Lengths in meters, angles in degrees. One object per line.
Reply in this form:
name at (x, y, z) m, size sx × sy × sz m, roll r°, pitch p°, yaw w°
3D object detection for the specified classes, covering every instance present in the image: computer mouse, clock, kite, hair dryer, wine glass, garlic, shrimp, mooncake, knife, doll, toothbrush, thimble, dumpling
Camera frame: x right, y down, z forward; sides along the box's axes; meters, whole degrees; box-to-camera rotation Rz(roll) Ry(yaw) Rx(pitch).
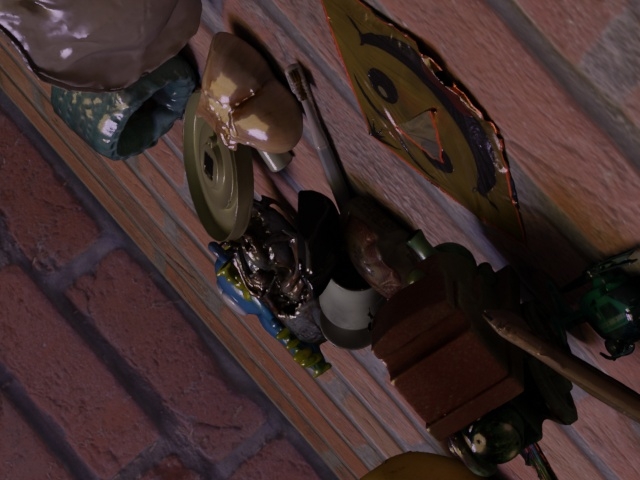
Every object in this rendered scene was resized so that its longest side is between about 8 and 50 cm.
computer mouse at (0.000, 0.000, 1.979) m, size 0.192 × 0.062 × 0.106 m, roll -93°, pitch 0°, yaw -58°
clock at (-0.158, -0.113, 2.206) m, size 0.235 × 0.029 × 0.235 m, roll 171°, pitch 90°, yaw -66°
kite at (0.099, -0.137, 1.591) m, size 0.377 × 0.013 × 0.327 m, roll 50°, pitch 168°, yaw -5°
hair dryer at (-0.082, -0.140, 2.139) m, size 0.063 × 0.038 × 0.124 m, roll 56°, pitch 173°, yaw -18°
wine glass at (0.049, 0.075, 2.148) m, size 0.103 × 0.103 × 0.231 m, roll 45°, pitch 163°, yaw 18°
garlic at (-0.089, -0.188, 1.912) m, size 0.174 × 0.099 × 0.124 m, roll 45°, pitch 147°, yaw 4°
shrimp at (-0.053, 0.029, 2.329) m, size 0.172 × 0.137 × 0.372 m, roll -6°, pitch 141°, yaw 30°
mooncake at (0.078, 0.014, 1.944) m, size 0.125 × 0.073 × 0.130 m, roll 40°, pitch 162°, yaw 42°
knife at (0.316, 0.161, 1.451) m, size 0.365 × 0.043 × 0.089 m, roll 32°, pitch 174°, yaw -4°
doll at (-0.096, 0.117, 2.586) m, size 0.341 × 0.099 × 0.346 m, roll 54°, pitch -176°, yaw -26°
kite at (0.259, 0.265, 2.164) m, size 0.321 × 0.016 × 0.234 m, roll 46°, pitch 167°, yaw 17°
toothbrush at (0.009, -0.111, 1.924) m, size 0.342 × 0.025 × 0.030 m, roll 67°, pitch 179°, yaw -53°
thimble at (-0.297, -0.230, 2.217) m, size 0.143 × 0.198 × 0.235 m, roll 45°, pitch 172°, yaw 13°
dumpling at (-0.278, -0.320, 1.768) m, size 0.181 × 0.260 × 0.341 m, roll 41°, pitch 170°, yaw 12°

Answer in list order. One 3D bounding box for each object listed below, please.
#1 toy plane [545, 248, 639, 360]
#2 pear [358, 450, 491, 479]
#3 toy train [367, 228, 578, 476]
toy plane at (0.280, 0.066, 1.457) m, size 0.096 × 0.060 × 0.235 m, roll 57°, pitch 164°, yaw 3°
pear at (0.175, 0.523, 2.470) m, size 0.348 × 0.348 × 0.348 m, roll 46°, pitch 166°, yaw 15°
toy train at (0.162, 0.109, 1.588) m, size 0.221 × 0.150 × 0.304 m, roll 50°, pitch -161°, yaw -15°
